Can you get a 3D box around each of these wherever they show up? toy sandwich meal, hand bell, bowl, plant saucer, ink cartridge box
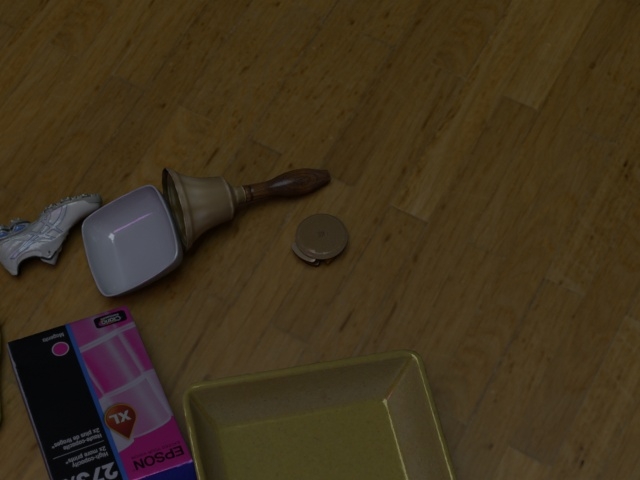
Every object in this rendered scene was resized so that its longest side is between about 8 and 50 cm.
[{"bbox_3d":[0.000,0.000,1.824,0.085,0.029,0.086,0,60,1],"label":"toy sandwich meal"},{"bbox_3d":[-0.100,-0.070,1.834,0.242,0.126,0.126,-13,64,-16],"label":"hand bell"},{"bbox_3d":[-0.265,0.007,1.804,0.142,0.053,0.142,-28,64,14],"label":"bowl"},{"bbox_3d":[0.008,0.327,1.610,0.332,0.081,0.333,-7,63,-15],"label":"plant saucer"},{"bbox_3d":[-0.279,0.256,1.636,0.175,0.069,0.371,-17,52,-16],"label":"ink cartridge box"}]

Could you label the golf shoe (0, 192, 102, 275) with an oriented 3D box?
[{"bbox_3d":[-0.394,-0.008,1.839,0.176,0.069,0.086,-25,86,-6],"label":"golf shoe"}]
